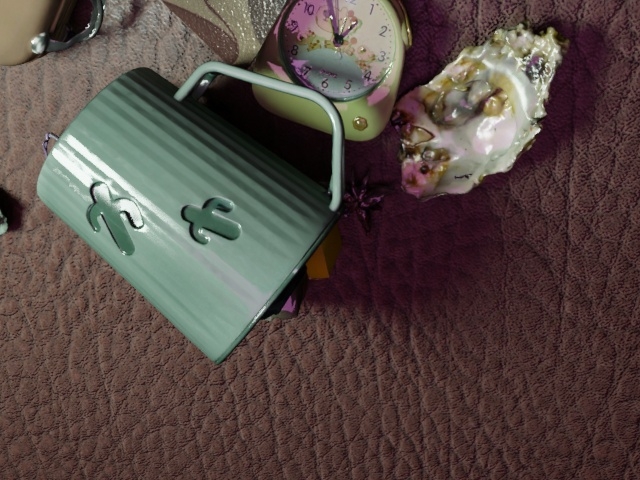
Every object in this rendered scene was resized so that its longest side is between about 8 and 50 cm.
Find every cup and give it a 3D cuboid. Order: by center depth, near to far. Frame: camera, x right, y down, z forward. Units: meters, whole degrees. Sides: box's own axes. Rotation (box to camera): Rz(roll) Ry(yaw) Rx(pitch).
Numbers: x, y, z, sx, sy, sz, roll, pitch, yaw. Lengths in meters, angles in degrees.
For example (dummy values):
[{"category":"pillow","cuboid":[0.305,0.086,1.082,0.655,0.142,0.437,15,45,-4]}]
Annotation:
[{"category":"cup","cuboid":[-0.163,-0.072,1.104,0.392,0.401,0.310,39,161,-3]}]

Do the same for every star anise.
[{"category":"star anise","cuboid":[0.056,-0.078,1.289,0.129,0.056,0.124,28,120,-6]}]

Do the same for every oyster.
[{"category":"oyster","cuboid":[0.263,-0.205,1.170,0.354,0.107,0.201,-33,88,37]}]

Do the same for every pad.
[{"category":"pad","cuboid":[-0.183,-0.430,1.056,0.330,0.004,0.220,44,127,6]}]

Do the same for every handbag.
[{"category":"handbag","cuboid":[-0.473,-0.422,1.146,0.283,0.149,0.302,33,117,-5]}]

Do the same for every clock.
[{"category":"clock","cuboid":[0.034,-0.325,1.135,0.234,0.096,0.308,20,120,1]}]

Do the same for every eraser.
[{"category":"eraser","cuboid":[0.000,0.000,1.305,0.045,0.122,0.097,-6,116,16]}]

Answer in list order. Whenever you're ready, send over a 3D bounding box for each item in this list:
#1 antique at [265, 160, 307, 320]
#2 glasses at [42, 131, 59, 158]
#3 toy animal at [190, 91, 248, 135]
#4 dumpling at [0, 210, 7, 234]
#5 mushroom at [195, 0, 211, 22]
[{"category":"antique","cuboid":[-0.093,-0.005,1.323,0.125,0.150,0.284,2,110,6]},{"category":"glasses","cuboid":[-0.453,-0.137,1.345,0.103,0.063,0.140,3,120,7]},{"category":"toy animal","cuboid":[-0.244,-0.180,1.253,0.218,0.116,0.180,22,119,-10]},{"category":"dumpling","cuboid":[-0.726,-0.058,1.409,0.216,0.105,0.149,23,113,-7]},{"category":"mushroom","cuboid":[-0.164,-0.462,1.101,0.109,0.097,0.352,-11,113,1]}]
